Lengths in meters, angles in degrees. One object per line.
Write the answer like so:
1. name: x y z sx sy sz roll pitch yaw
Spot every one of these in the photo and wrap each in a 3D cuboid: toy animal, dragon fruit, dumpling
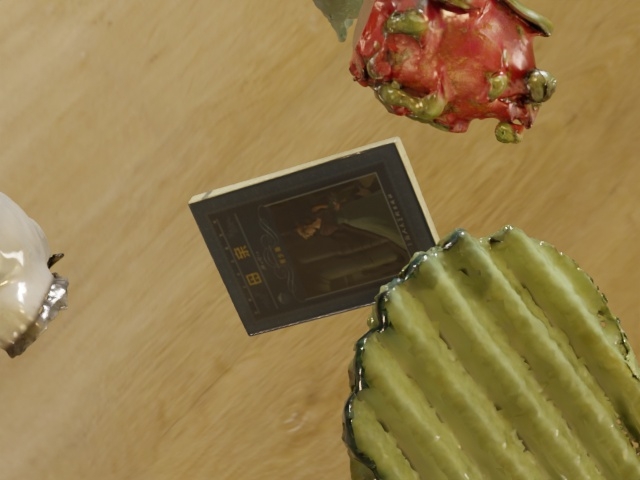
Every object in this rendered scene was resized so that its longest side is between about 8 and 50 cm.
1. toy animal: -0.406 -0.016 1.294 0.357 0.258 0.194 41 104 -17
2. dragon fruit: 0.119 -0.167 1.251 0.172 0.166 0.160 18 74 -8
3. dumpling: 0.026 -0.363 1.866 0.108 0.219 0.153 0 36 -14

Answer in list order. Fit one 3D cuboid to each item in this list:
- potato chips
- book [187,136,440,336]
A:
1. potato chips: 0.189 0.206 1.495 0.358 0.070 0.429 -37 99 -8
2. book: 0.000 0.000 1.699 0.269 0.025 0.191 -15 110 20
